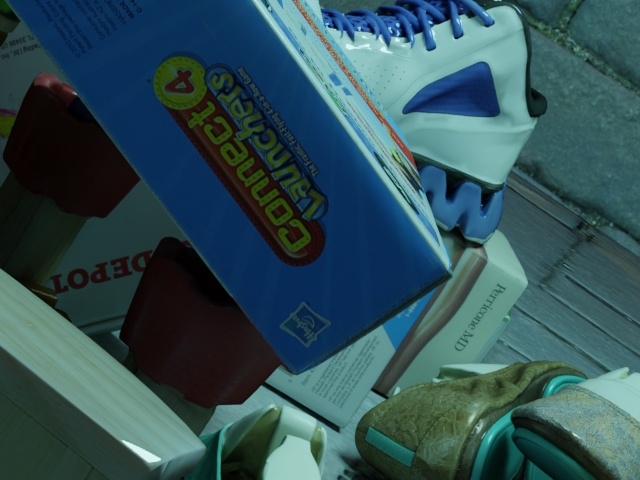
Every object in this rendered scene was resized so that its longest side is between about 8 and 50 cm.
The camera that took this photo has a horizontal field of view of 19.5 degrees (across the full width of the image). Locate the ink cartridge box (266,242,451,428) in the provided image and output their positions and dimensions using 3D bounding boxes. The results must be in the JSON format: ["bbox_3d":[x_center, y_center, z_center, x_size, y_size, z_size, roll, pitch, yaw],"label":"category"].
[{"bbox_3d":[-0.029,0.017,1.366,0.203,0.148,0.086,32,11,-5],"label":"ink cartridge box"}]

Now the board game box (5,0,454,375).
[{"bbox_3d":[-0.068,-0.117,0.910,0.308,0.086,0.302,53,7,-12],"label":"board game box"}]

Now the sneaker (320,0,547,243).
[{"bbox_3d":[0.053,-0.143,1.425,0.315,0.182,0.127,27,13,-29],"label":"sneaker"}]

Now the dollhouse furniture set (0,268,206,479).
[{"bbox_3d":[-0.141,0.075,0.716,0.286,0.198,0.303,37,12,15],"label":"dollhouse furniture set"}]

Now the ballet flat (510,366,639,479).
[{"bbox_3d":[0.209,0.151,1.321,0.107,0.106,0.316,33,-11,25],"label":"ballet flat"}]

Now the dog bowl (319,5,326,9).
[{"bbox_3d":[-0.027,-0.185,2.190,0.408,0.150,0.408,31,11,-7],"label":"dog bowl"}]

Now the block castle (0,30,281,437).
[{"bbox_3d":[-0.248,-0.052,0.912,0.453,0.212,0.303,25,14,-35],"label":"block castle"}]

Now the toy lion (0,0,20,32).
[{"bbox_3d":[-0.183,-0.139,0.878,0.096,0.034,0.100,40,17,6],"label":"toy lion"}]

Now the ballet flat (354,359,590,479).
[{"bbox_3d":[0.119,0.142,1.418,0.124,0.116,0.342,18,9,23],"label":"ballet flat"}]

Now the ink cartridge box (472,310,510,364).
[{"bbox_3d":[0.091,0.042,1.725,0.154,0.093,0.212,34,13,-1],"label":"ink cartridge box"}]

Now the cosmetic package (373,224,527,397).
[{"bbox_3d":[0.000,0.000,1.515,0.296,0.153,0.129,29,14,-15],"label":"cosmetic package"}]

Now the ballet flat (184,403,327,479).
[{"bbox_3d":[-0.026,0.140,1.028,0.083,0.087,0.247,29,12,-10],"label":"ballet flat"}]

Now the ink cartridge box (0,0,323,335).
[{"bbox_3d":[-0.100,-0.091,1.185,0.117,0.201,0.278,3,74,-69],"label":"ink cartridge box"}]
